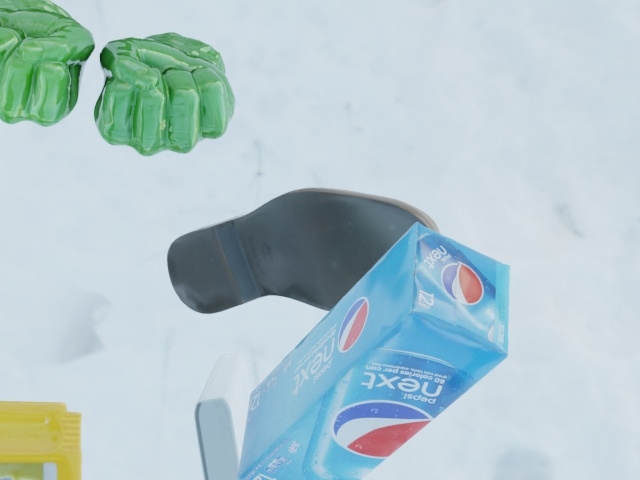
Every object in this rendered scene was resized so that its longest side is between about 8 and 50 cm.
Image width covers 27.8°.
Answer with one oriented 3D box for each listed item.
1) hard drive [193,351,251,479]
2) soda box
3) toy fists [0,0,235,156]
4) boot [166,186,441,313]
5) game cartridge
[{"bbox_3d":[-0.093,0.246,1.430,0.040,0.307,0.203,-9,94,1],"label":"hard drive"},{"bbox_3d":[0.028,0.083,0.787,0.067,0.210,0.071,24,45,-17],"label":"soda box"},{"bbox_3d":[-0.218,-0.159,1.241,0.279,0.142,0.096,14,127,-9],"label":"toy fists"},{"bbox_3d":[0.000,0.000,1.163,0.115,0.305,0.112,-23,103,-45],"label":"boot"},{"bbox_3d":[-0.502,0.402,1.939,0.285,0.052,0.324,4,76,-24],"label":"game cartridge"}]
